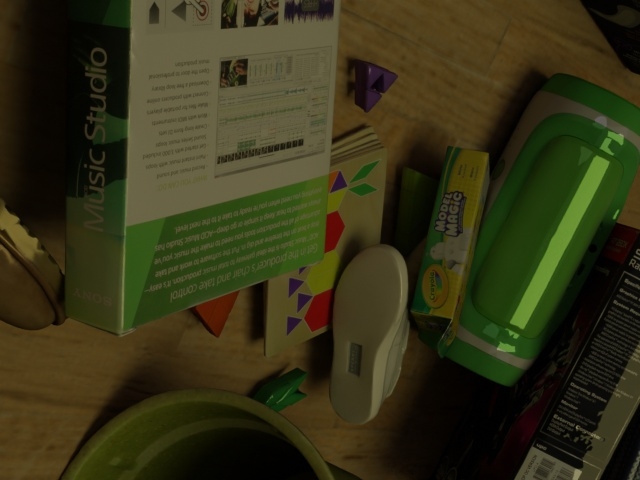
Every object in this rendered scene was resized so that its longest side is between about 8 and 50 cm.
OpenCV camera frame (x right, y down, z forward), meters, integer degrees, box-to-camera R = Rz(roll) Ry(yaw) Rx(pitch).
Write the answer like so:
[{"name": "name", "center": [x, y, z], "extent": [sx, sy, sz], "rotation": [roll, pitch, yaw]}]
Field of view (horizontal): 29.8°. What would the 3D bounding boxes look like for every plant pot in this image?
[{"name": "plant pot", "center": [-0.051, 0.274, 1.008], "extent": [0.276, 0.276, 0.254], "rotation": [-61, 153, 1]}]

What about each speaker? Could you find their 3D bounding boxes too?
[{"name": "speaker", "center": [0.211, -0.010, 1.193], "extent": [0.131, 0.131, 0.297], "rotation": [23, 95, -51]}]

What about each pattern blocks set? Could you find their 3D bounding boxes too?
[{"name": "pattern blocks set", "center": [0.000, 0.000, 1.049], "extent": [0.285, 0.026, 0.325], "rotation": [-13, 122, -42]}]

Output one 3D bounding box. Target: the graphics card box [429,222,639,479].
[{"name": "graphics card box", "center": [0.246, 0.155, 1.255], "extent": [0.094, 0.233, 0.371], "rotation": [25, 94, -8]}]

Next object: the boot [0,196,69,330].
[{"name": "boot", "center": [-0.305, 0.053, 0.717], "extent": [0.269, 0.089, 0.236], "rotation": [-44, 135, -15]}]

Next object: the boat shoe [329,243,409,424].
[{"name": "boat shoe", "center": [0.053, 0.081, 1.089], "extent": [0.063, 0.066, 0.184], "rotation": [-34, 133, -52]}]

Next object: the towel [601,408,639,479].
[{"name": "towel", "center": [0.313, 0.202, 1.332], "extent": [0.336, 0.040, 0.243], "rotation": [-83, -173, -71]}]

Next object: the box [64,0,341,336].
[{"name": "box", "center": [-0.071, -0.119, 0.807], "extent": [0.232, 0.058, 0.322], "rotation": [-18, 115, -54]}]

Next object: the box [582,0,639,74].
[{"name": "box", "center": [0.359, -0.260, 1.167], "extent": [0.143, 0.165, 0.270], "rotation": [-58, 141, -2]}]

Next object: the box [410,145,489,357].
[{"name": "box", "center": [0.118, 0.014, 1.103], "extent": [0.105, 0.043, 0.179], "rotation": [58, 43, -74]}]
